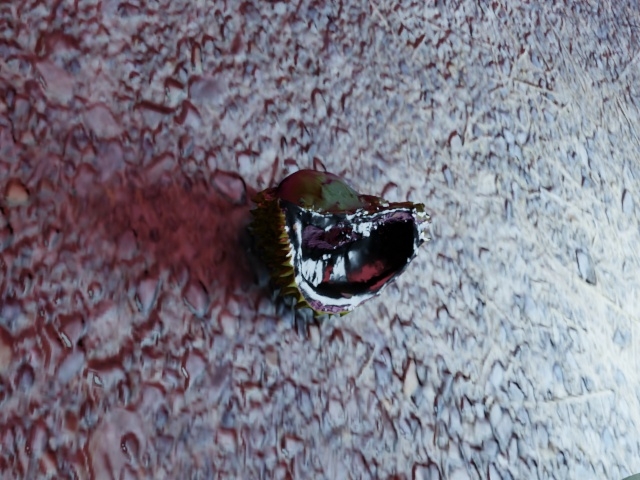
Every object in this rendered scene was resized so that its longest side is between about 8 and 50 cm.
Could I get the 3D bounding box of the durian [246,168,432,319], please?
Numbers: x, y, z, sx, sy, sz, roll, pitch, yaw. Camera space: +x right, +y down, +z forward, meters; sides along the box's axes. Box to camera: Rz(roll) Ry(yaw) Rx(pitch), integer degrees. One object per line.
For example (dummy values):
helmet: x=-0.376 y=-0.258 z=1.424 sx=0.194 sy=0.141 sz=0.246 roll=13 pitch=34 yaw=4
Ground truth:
durian: x=-0.002 y=-0.003 z=0.846 sx=0.186 sy=0.119 sz=0.108 roll=-2 pitch=26 yaw=-40

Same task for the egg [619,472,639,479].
egg: x=0.326 y=0.312 z=0.797 sx=0.253 sy=0.186 sz=0.186 roll=49 pitch=46 yaw=4
